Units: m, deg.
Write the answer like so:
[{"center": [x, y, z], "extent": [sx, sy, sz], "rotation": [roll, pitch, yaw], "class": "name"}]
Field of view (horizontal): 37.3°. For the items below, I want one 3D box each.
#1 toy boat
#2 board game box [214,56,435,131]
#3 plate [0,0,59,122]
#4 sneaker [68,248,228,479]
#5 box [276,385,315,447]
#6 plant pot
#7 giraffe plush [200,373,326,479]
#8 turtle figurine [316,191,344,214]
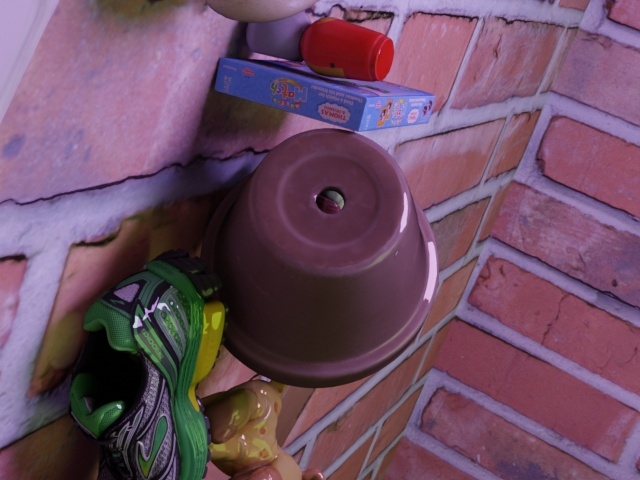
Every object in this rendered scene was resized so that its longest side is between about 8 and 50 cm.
[{"center": [-0.027, -0.258, 0.815], "extent": [0.267, 0.148, 0.318], "rotation": [-60, 155, -26], "class": "toy boat"}, {"center": [0.012, -0.154, 0.988], "extent": [0.211, 0.160, 0.039], "rotation": [-21, 127, -64], "class": "board game box"}, {"center": [-0.254, -0.102, 0.528], "extent": [0.277, 0.045, 0.278], "rotation": [-63, 161, 2], "class": "plate"}, {"center": [-0.200, 0.174, 0.962], "extent": [0.146, 0.134, 0.343], "rotation": [-25, 133, -47], "class": "sneaker"}, {"center": [-0.072, 0.307, 1.618], "extent": [0.201, 0.021, 0.164], "rotation": [-58, 161, -14], "class": "box"}, {"center": [0.000, 0.000, 0.960], "extent": [0.263, 0.263, 0.229], "rotation": [-57, 171, -18], "class": "plant pot"}, {"center": [-0.094, 0.267, 1.159], "extent": [0.181, 0.170, 0.210], "rotation": [-25, 177, 44], "class": "giraffe plush"}, {"center": [-0.043, 0.022, 1.182], "extent": [0.198, 0.274, 0.266], "rotation": [15, 81, -49], "class": "turtle figurine"}]
